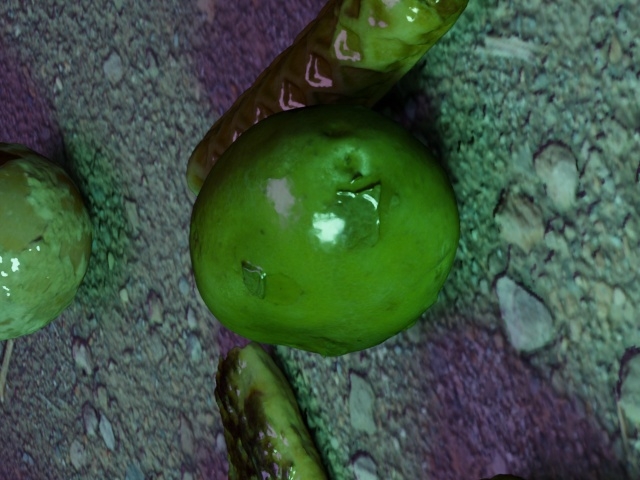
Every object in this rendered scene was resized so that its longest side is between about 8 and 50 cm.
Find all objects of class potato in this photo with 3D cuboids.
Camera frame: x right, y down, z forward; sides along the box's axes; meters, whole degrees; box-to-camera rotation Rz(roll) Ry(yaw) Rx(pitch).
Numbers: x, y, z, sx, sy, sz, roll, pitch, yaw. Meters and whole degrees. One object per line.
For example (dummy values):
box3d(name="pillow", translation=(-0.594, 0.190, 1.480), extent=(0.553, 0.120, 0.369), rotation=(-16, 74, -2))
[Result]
box3d(name="potato", translation=(0.000, 0.000, 1.384), extent=(0.186, 0.148, 0.253), rotation=(26, 156, 10))

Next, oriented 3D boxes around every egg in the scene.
box3d(name="egg", translation=(-0.313, 0.000, 1.858), extent=(0.233, 0.195, 0.195), rotation=(-158, 62, -68))

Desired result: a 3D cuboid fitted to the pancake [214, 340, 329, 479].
box3d(name="pancake", translation=(-0.040, 0.241, 1.651), extent=(0.244, 0.057, 0.266), rotation=(117, 137, -56))

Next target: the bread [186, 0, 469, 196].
box3d(name="bread", translation=(-0.001, -0.115, 1.435), extent=(0.367, 0.084, 0.077), rotation=(-38, 62, 54))

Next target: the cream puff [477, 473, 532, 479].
box3d(name="cream puff", translation=(0.144, 0.267, 1.267), extent=(0.269, 0.155, 0.241), rotation=(50, 143, 28))
